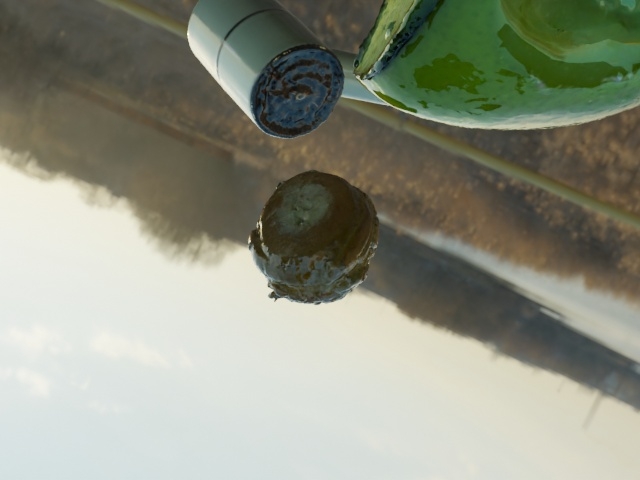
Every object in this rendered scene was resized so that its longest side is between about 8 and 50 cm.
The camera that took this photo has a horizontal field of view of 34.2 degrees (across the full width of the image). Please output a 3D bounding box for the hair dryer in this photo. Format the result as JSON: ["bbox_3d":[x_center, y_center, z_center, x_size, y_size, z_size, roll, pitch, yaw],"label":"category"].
[{"bbox_3d":[0.025,-0.218,1.347,0.362,0.128,0.203,4,-149,-37],"label":"hair dryer"}]

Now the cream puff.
[{"bbox_3d":[-0.002,0.002,1.034,0.126,0.144,0.103,-4,142,19],"label":"cream puff"}]

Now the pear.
[{"bbox_3d":[0.183,-0.186,0.740,0.292,0.292,0.159,26,-177,-20],"label":"pear"}]
